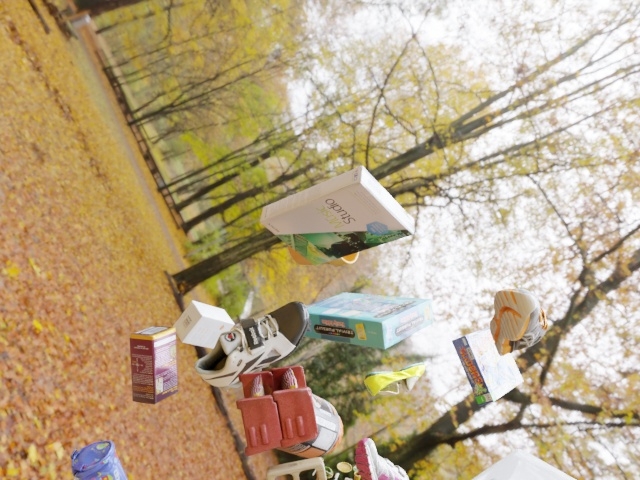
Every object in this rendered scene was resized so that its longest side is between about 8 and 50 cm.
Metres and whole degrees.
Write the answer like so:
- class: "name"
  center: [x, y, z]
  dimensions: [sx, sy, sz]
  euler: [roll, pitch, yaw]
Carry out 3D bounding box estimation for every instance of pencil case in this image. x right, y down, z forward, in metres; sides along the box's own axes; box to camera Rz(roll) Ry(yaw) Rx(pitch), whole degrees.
- class: "pencil case"
  center: [-0.617, 0.729, 1.586]
  dimensions: [0.119, 0.133, 0.306]
  euler: [2, -66, 37]

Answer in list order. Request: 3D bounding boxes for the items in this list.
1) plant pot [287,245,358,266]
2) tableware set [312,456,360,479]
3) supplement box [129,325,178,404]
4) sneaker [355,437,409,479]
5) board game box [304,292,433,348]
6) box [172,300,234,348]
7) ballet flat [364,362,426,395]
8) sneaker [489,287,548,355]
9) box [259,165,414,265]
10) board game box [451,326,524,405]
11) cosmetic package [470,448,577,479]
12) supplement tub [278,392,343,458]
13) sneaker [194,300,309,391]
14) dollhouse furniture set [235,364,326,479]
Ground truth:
- class: "plant pot"
  center: [0.000, 0.000, 1.839]
  dimensions: [0.205, 0.188, 0.205]
  euler: [36, 45, -48]
- class: "tableware set"
  center: [0.057, 0.713, 1.711]
  dimensions: [0.104, 0.154, 0.024]
  euler: [-33, 132, -69]
- class: "supplement box"
  center: [-0.455, 0.338, 1.505]
  dimensions: [0.104, 0.081, 0.188]
  euler: [-12, 102, -68]
- class: "sneaker"
  center: [0.184, 0.666, 1.547]
  dimensions: [0.252, 0.111, 0.103]
  euler: [67, -21, -3]
- class: "board game box"
  center: [0.121, 0.228, 1.622]
  dimensions: [0.336, 0.254, 0.079]
  euler: [0, -80, 42]
- class: "box"
  center: [-0.430, 0.314, 2.027]
  dimensions: [0.091, 0.130, 0.170]
  euler: [44, 10, 38]
- class: "ballet flat"
  center: [0.243, 0.443, 1.724]
  dimensions: [0.077, 0.231, 0.077]
  euler: [-58, -136, 48]
- class: "sneaker"
  center: [0.337, 0.130, 0.912]
  dimensions: [0.215, 0.083, 0.084]
  euler: [70, 10, -65]
- class: "box"
  center: [0.039, -0.049, 1.385]
  dimensions: [0.232, 0.322, 0.058]
  euler: [39, 47, -36]
- class: "board game box"
  center: [0.354, 0.255, 1.153]
  dimensions: [0.201, 0.035, 0.136]
  euler: [0, 64, -54]
- class: "cosmetic package"
  center: [0.349, 0.643, 0.933]
  dimensions: [0.327, 0.394, 0.329]
  euler: [17, -65, 52]
- class: "supplement tub"
  center: [-0.064, 0.574, 1.733]
  dimensions: [0.316, 0.193, 0.193]
  euler: [45, 8, -49]
- class: "sneaker"
  center: [-0.177, 0.264, 1.404]
  dimensions: [0.146, 0.330, 0.122]
  euler: [43, 9, -50]
- class: "dollhouse furniture set"
  center: [-0.075, 0.481, 1.190]
  dimensions: [0.201, 0.152, 0.374]
  euler: [178, -98, -83]
